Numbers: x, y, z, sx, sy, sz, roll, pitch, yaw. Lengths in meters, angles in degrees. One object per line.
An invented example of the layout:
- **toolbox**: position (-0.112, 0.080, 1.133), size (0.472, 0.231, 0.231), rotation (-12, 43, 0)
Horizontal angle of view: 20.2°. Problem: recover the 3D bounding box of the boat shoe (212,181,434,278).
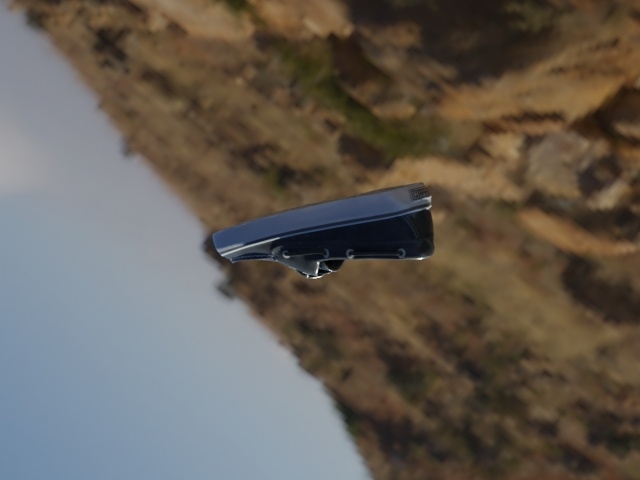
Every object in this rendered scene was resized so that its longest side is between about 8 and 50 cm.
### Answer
- **boat shoe**: position (0.000, 0.000, 0.966), size (0.142, 0.040, 0.049), rotation (-11, -176, 39)
